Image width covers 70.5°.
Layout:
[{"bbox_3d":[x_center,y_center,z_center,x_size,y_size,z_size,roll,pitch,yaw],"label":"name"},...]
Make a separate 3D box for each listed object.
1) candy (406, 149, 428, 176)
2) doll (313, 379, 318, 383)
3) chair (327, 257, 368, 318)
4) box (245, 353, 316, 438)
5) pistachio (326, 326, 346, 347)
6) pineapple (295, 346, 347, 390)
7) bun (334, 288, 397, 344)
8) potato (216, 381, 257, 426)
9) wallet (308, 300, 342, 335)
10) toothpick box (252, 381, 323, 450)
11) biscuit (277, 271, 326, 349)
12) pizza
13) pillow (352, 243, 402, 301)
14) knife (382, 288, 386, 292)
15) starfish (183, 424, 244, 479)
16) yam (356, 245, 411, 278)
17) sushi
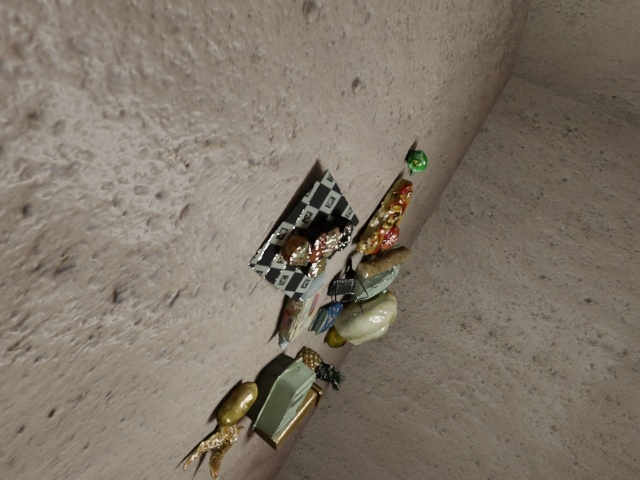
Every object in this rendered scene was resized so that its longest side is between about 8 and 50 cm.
[{"bbox_3d":[0.425,-0.326,2.028,0.097,0.097,0.323,-59,172,0],"label":"candy"},{"bbox_3d":[-0.074,0.803,2.534,0.245,0.076,0.142,-56,164,2],"label":"doll"},{"bbox_3d":[0.101,0.200,1.957,0.145,0.221,0.140,-6,143,-13],"label":"chair"},{"bbox_3d":[-0.160,0.603,1.777,0.291,0.166,0.220,-65,162,18],"label":"box"},{"bbox_3d":[0.085,0.538,2.483,0.110,0.100,0.189,-25,154,-21],"label":"pistachio"},{"bbox_3d":[-0.002,0.596,2.082,0.128,0.248,0.128,-51,158,-29],"label":"pineapple"},{"bbox_3d":[0.245,0.403,2.341,0.365,0.219,0.365,-33,-175,3],"label":"bun"},{"bbox_3d":[-0.277,0.544,1.502,0.170,0.080,0.107,-47,173,-38],"label":"potato"},{"bbox_3d":[0.027,0.358,2.077,0.141,0.059,0.202,-61,164,13],"label":"wallet"},{"bbox_3d":[-0.157,0.787,2.100,0.308,0.187,0.190,-44,158,-32],"label":"toothpick box"},{"bbox_3d":[-0.069,0.223,1.543,0.186,0.079,0.309,-42,158,-49],"label":"biscuit"},{"bbox_3d":[0.273,-0.031,1.998,0.406,0.130,0.440,-45,159,-45],"label":"pizza"},{"bbox_3d":[0.292,0.161,2.271,0.310,0.138,0.283,-47,-178,35],"label":"pillow"},{"bbox_3d":[0.332,0.213,2.347,0.028,0.015,0.210,-54,-171,26],"label":"knife"},{"bbox_3d":[-0.351,0.733,1.606,0.301,0.084,0.294,-50,160,-39],"label":"starfish"},{"bbox_3d":[0.283,0.095,2.013,0.356,0.081,0.081,-16,137,-46],"label":"yam"},{"bbox_3d":[-0.002,0.019,1.237,0.320,0.068,0.339,-51,151,-7],"label":"sushi"}]
